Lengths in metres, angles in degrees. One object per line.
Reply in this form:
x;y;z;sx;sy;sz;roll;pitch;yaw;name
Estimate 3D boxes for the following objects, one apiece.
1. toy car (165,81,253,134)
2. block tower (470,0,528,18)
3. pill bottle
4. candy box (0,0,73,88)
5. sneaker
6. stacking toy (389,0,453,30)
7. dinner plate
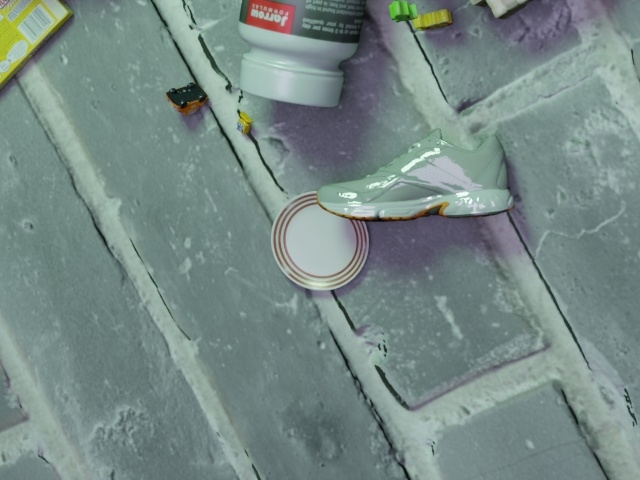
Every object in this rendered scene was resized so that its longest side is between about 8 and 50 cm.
-0.159;-0.173;1.645;0.122;0.060;0.041;34;137;13;toy car
0.334;-0.393;1.465;0.335;0.097;0.091;-29;91;19;block tower
-0.019;-0.325;1.525;0.161;0.161;0.283;13;104;12;pill bottle
-0.463;-0.299;1.714;0.206;0.027;0.105;-41;85;16;candy box
0.124;-0.087;1.572;0.262;0.099;0.121;-3;89;4;sneaker
0.115;-0.353;1.462;0.052;0.221;0.167;-9;93;17;stacking toy
0.000;0.000;1.651;0.141;0.017;0.141;3;100;14;dinner plate
